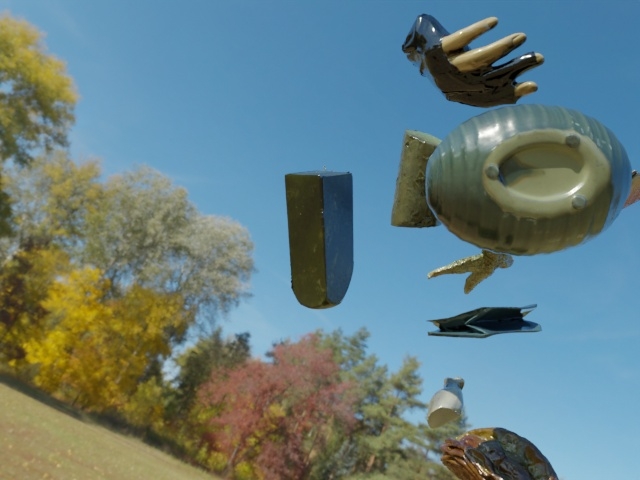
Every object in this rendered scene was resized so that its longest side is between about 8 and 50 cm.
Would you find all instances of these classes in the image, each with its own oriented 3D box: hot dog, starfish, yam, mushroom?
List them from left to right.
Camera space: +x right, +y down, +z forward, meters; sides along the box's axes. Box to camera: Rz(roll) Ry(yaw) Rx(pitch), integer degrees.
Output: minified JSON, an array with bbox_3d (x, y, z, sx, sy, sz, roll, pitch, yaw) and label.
[{"bbox_3d":[0.284,-0.163,1.480,0.161,0.268,0.161,9,13,-2],"label":"yam"},{"bbox_3d":[0.383,0.475,1.613,0.093,0.225,0.116,37,-58,6],"label":"mushroom"},{"bbox_3d":[0.470,0.034,1.446,0.357,0.347,0.078,8,32,-44],"label":"starfish"},{"bbox_3d":[0.372,0.473,1.127,0.259,0.175,0.114,25,-60,48],"label":"hot dog"}]

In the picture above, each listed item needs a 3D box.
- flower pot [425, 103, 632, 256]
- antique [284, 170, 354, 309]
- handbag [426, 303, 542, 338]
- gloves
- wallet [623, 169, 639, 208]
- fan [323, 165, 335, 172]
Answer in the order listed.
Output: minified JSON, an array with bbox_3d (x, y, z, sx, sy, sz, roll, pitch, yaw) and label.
[{"bbox_3d":[0.256,-0.075,0.671,0.242,0.190,0.157,-2,-2,5],"label":"flower pot"},{"bbox_3d":[0.000,0.000,0.866,0.081,0.221,0.080,7,14,40],"label":"antique"},{"bbox_3d":[0.327,0.166,1.061,0.221,0.057,0.144,4,-16,-43],"label":"handbag"},{"bbox_3d":[0.310,-0.354,1.089,0.301,0.152,0.197,24,0,42],"label":"gloves"},{"bbox_3d":[0.482,-0.052,0.932,0.103,0.020,0.196,5,-34,-38],"label":"wallet"},{"bbox_3d":[0.027,-0.212,1.742,0.056,0.083,0.004,-38,-27,31],"label":"fan"}]
